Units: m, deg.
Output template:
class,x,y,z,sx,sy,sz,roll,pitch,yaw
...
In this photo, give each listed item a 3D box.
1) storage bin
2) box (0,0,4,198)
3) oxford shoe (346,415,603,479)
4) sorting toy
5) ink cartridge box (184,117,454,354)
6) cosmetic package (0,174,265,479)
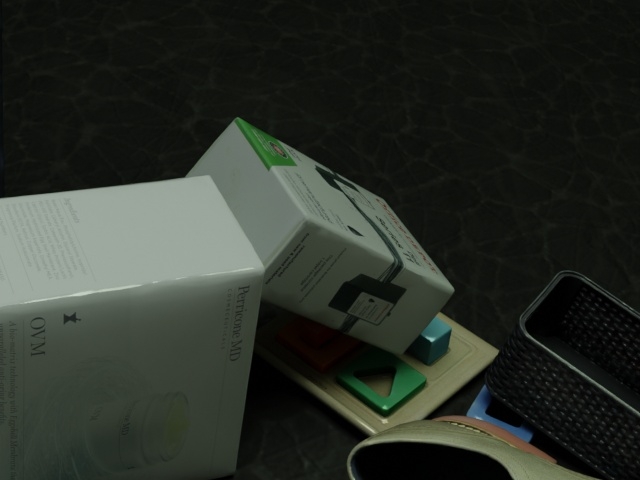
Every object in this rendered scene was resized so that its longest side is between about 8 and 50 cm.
class,x,y,z,sx,sy,sz,roll,pitch,yaw
storage bin,0.255,0.127,1.103,0.180,0.084,0.122,35,42,15
box,-0.442,-0.051,1.018,0.212,0.293,0.395,15,36,7
oxford shoe,0.190,0.232,0.858,0.397,0.140,0.146,15,-1,35
sorting toy,0.051,0.091,1.157,0.347,0.047,0.196,33,42,28
ink cartridge box,0.000,0.000,1.073,0.208,0.087,0.153,26,21,-44
cosmetic package,-0.178,0.086,0.956,0.224,0.224,0.138,-9,40,-25
